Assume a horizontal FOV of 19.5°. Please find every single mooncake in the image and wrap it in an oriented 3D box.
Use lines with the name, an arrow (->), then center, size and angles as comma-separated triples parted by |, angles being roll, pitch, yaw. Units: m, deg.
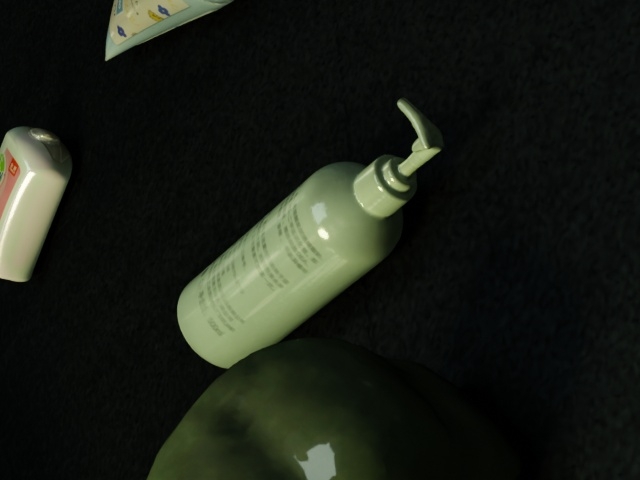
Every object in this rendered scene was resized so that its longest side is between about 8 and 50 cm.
mooncake -> 0.007, 0.132, 0.791 | 0.104, 0.168, 0.175 | 31, 138, 47

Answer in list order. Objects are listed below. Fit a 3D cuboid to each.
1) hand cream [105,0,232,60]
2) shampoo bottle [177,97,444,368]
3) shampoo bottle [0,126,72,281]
hand cream -> -0.089, -0.152, 1.124 | 0.171, 0.043, 0.065 | -10, 65, 62
shampoo bottle -> 0.000, 0.000, 0.907 | 0.195, 0.056, 0.056 | -39, 47, 45
shampoo bottle -> -0.201, -0.030, 1.253 | 0.099, 0.043, 0.072 | -66, 33, 18
